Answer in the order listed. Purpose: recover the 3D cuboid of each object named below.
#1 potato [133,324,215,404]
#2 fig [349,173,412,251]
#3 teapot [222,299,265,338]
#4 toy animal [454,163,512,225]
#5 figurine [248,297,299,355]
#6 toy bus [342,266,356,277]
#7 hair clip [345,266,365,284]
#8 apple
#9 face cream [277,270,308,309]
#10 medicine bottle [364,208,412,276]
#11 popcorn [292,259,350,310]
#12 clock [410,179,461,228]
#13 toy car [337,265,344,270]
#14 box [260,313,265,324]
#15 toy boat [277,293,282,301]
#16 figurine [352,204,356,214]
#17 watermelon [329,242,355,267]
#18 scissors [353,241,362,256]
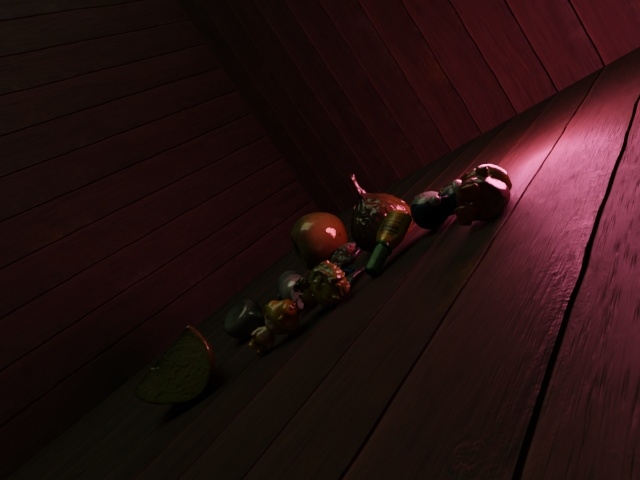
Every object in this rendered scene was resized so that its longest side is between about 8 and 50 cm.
[{"bbox_3d":[-0.510,0.515,1.664,0.330,0.213,0.280,-50,-8,-4],"label":"potato"},{"bbox_3d":[0.234,-0.138,1.847,0.286,0.369,0.286,-25,15,7],"label":"fig"},{"bbox_3d":[-0.356,0.373,1.981,0.294,0.129,0.193,-23,31,42],"label":"teapot"},{"bbox_3d":[0.547,-0.169,1.408,0.169,0.195,0.281,12,32,20],"label":"toy animal"},{"bbox_3d":[-0.162,0.308,1.546,0.246,0.156,0.131,-46,2,8],"label":"figurine"},{"bbox_3d":[0.124,0.135,1.791,0.046,0.038,0.083,-31,7,-12],"label":"toy bus"},{"bbox_3d":[0.111,0.162,1.675,0.066,0.036,0.229,-17,17,47],"label":"hair clip"},{"bbox_3d":[0.000,0.000,2.212,0.277,0.319,0.319,-27,5,-13],"label":"apple"},{"bbox_3d":[-0.108,0.221,1.865,0.145,0.145,0.369,-36,8,-8],"label":"face cream"},{"bbox_3d":[0.255,0.008,1.631,0.111,0.076,0.309,9,56,35],"label":"medicine bottle"},{"bbox_3d":[0.011,0.180,1.570,0.195,0.168,0.173,-39,-26,-5],"label":"popcorn"},{"bbox_3d":[0.457,-0.136,1.609,0.243,0.147,0.199,-27,-14,35],"label":"clock"},{"bbox_3d":[0.050,0.167,1.846,0.095,0.056,0.205,-32,4,24],"label":"toy car"},{"bbox_3d":[-0.273,0.378,2.078,0.155,0.023,0.087,-36,10,-7],"label":"box"},{"bbox_3d":[-0.158,0.262,2.154,0.140,0.059,0.066,-30,25,19],"label":"toy boat"},{"bbox_3d":[0.305,-0.147,2.415,0.208,0.181,0.257,6,-11,-26],"label":"figurine"},{"bbox_3d":[0.114,0.076,2.047,0.187,0.071,0.139,-50,26,-13],"label":"watermelon"},{"bbox_3d":[0.277,-0.008,2.092,0.383,0.029,0.256,-28,13,37],"label":"scissors"}]
